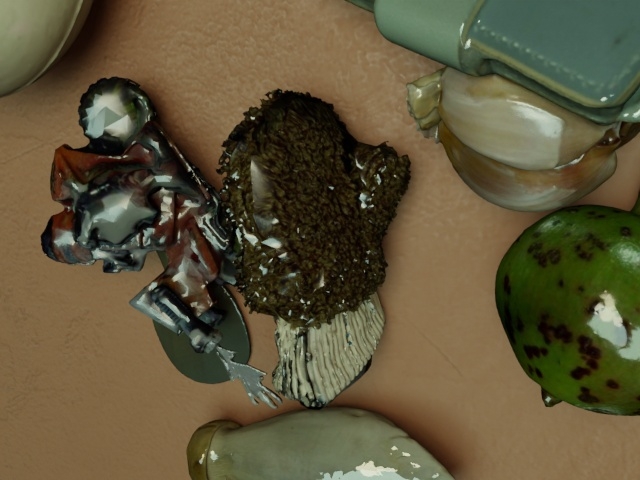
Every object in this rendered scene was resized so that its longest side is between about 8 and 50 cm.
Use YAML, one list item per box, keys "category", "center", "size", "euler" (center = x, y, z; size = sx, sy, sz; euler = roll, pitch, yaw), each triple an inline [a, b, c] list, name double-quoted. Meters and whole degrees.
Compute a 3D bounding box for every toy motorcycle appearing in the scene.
- category: "toy motorcycle"
  center: [-0.170, 0.019, 0.767]
  size: [0.207, 0.134, 0.401]
  euler: [-41, 95, -3]

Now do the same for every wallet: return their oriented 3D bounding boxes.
- category: "wallet"
  center: [0.152, -0.249, 0.536]
  size: [0.360, 0.083, 0.252]
  euler: [38, 87, 32]

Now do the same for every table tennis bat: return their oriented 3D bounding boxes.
- category: "table tennis bat"
  center: [-0.168, 0.077, 0.866]
  size: [0.131, 0.022, 0.235]
  euler: [-17, 101, 22]

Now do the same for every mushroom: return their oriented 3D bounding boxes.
- category: "mushroom"
  center: [0.002, 0.266, 0.806]
  size: [0.349, 0.128, 0.129]
  euler: [-3, 104, 23]

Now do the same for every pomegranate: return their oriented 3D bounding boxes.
- category: "pomegranate"
  center: [0.276, 0.041, 0.617]
  size: [0.211, 0.211, 0.263]
  euler: [31, 87, 8]

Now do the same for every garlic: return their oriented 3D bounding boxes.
- category: "garlic"
  center: [0.201, -0.136, 0.612]
  size: [0.191, 0.214, 0.160]
  euler: [23, 154, 21]

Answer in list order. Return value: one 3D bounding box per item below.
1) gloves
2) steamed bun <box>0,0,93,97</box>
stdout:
- category: "gloves"
  center: [-0.001, -0.002, 0.699]
  size: [0.135, 0.210, 0.313]
  euler: [10, 122, 56]
- category: "steamed bun"
  center: [-0.409, -0.319, 0.680]
  size: [0.374, 0.334, 0.334]
  euler: [39, 113, -1]
